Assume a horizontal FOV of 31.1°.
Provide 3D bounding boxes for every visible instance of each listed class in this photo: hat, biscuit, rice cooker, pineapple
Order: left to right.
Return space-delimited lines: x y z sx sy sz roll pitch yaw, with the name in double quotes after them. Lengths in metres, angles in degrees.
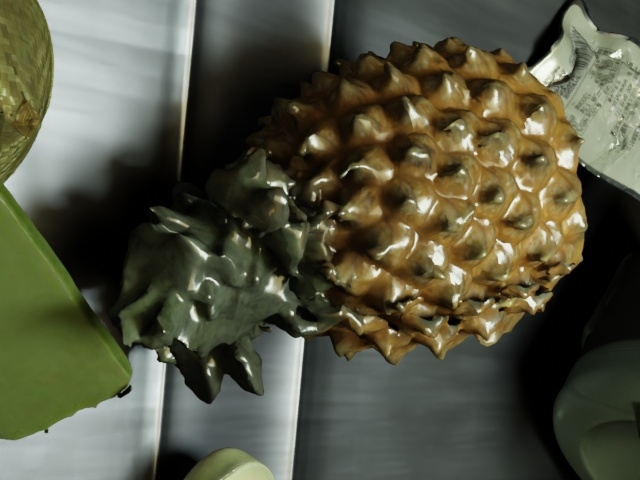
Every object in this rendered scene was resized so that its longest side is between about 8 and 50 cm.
-0.204 -0.008 0.579 0.099 0.038 0.322 -28 131 0 "biscuit"
-0.171 -0.070 0.599 0.146 0.067 0.146 -38 140 -42 "hat"
-0.001 -0.001 0.743 0.357 0.223 0.223 -21 111 -36 "pineapple"
0.407 0.148 1.113 0.325 0.335 0.335 -55 132 -26 "rice cooker"

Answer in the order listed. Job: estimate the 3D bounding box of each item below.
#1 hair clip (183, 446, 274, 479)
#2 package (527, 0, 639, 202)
-0.065 0.246 0.793 0.159 0.071 0.219 -6 106 -50 "hair clip"
0.291 -0.117 1.084 0.232 0.040 0.166 34 61 -6 "package"
